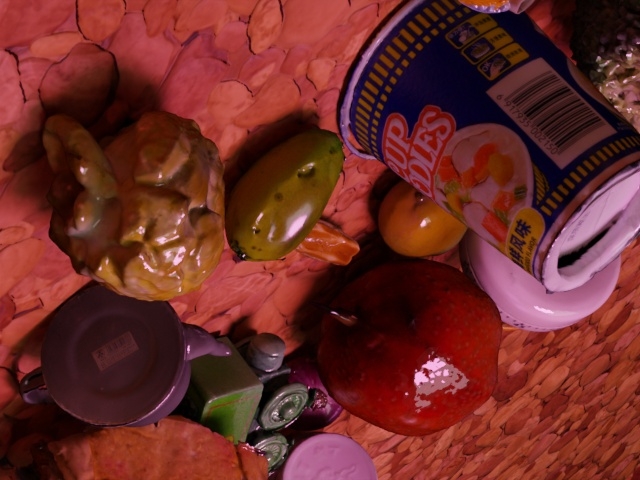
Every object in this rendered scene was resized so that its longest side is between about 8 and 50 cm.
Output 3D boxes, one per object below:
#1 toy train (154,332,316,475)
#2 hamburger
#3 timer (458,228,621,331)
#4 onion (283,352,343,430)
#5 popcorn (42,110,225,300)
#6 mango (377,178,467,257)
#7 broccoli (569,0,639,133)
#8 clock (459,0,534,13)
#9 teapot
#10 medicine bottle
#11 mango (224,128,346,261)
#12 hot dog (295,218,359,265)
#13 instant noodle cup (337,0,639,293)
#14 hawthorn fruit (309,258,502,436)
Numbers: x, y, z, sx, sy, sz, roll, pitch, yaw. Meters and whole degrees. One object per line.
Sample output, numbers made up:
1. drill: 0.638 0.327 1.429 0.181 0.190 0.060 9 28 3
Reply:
1. toy train: -0.128 0.230 1.708 0.188 0.132 0.243 -12 136 -35
2. hamburger: -0.213 0.301 1.544 0.155 0.282 0.245 -41 -167 46
3. timer: 0.316 0.006 1.833 0.233 0.233 0.240 -27 171 -27
4. onion: -0.018 0.215 1.862 0.115 0.104 0.115 -5 108 -14
5. popcorn: -0.183 -0.041 1.261 0.212 0.198 0.198 22 114 -30
6. mango: 0.142 -0.030 1.730 0.130 0.092 0.194 -43 155 -3
7. broccoli: 0.433 -0.247 1.603 0.338 0.317 0.277 33 66 -30
8. clock: 0.216 -0.326 1.404 0.144 0.103 0.231 -53 172 33
9. teapot: -0.225 0.144 1.477 0.239 0.162 0.149 -17 162 3
10. medicine bottle: -0.009 0.369 1.906 0.170 0.170 0.293 -32 171 -18
11. mango: -0.041 -0.053 1.475 0.178 0.100 0.119 -52 -173 -1
12. hot dog: 0.000 0.000 1.656 0.056 0.041 0.133 -50 142 12
13. instant noodle cup: 0.224 -0.113 1.496 0.284 0.312 0.284 -31 149 -21
14. hawthorn fruit: 0.096 0.128 1.766 0.300 0.254 0.254 27 109 -31
